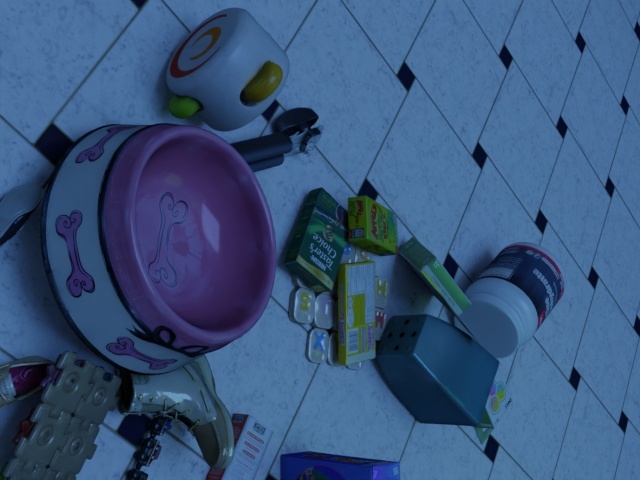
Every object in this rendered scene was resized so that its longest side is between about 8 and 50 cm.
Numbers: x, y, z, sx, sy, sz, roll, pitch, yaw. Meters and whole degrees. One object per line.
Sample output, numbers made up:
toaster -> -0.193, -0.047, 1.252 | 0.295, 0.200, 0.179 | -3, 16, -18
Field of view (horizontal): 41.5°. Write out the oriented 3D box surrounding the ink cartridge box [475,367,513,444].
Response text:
ink cartridge box -> 0.407, 0.386, 2.058 | 0.109, 0.062, 0.209 | -41, 114, -42

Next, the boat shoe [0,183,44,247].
boat shoe -> -0.453, -0.034, 1.241 | 0.046, 0.038, 0.125 | 25, 52, 5

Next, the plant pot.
plant pot -> 0.240, 0.269, 1.833 | 0.234, 0.166, 0.165 | 45, 55, -29

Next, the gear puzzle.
gear puzzle -> -0.409, 0.329, 1.219 | 0.338, 0.044, 0.175 | -67, 155, -16

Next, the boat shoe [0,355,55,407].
boat shoe -> -0.450, 0.204, 1.197 | 0.170, 0.059, 0.062 | -23, 101, -46

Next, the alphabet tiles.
alphabet tiles -> 0.046, 0.122, 1.750 | 0.284, 0.021, 0.277 | 18, 72, -43

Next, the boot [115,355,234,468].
boot -> -0.237, 0.274, 1.356 | 0.165, 0.077, 0.213 | 6, 49, -44

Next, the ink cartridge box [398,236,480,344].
ink cartridge box -> 0.275, 0.106, 1.851 | 0.056, 0.235, 0.171 | -41, 121, -1

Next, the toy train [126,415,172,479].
toy train -> -0.278, 0.344, 1.380 | 0.036, 0.027, 0.158 | 42, 57, -37

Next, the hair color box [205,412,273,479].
hair color box -> -0.145, 0.388, 1.501 | 0.072, 0.043, 0.141 | 44, 57, -33

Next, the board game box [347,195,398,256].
board game box -> 0.112, -0.028, 1.776 | 0.181, 0.043, 0.092 | 24, 63, -63

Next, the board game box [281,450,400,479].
board game box -> 0.034, 0.570, 1.526 | 0.078, 0.233, 0.346 | 7, 81, -45

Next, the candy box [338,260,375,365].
candy box -> 0.075, 0.147, 1.729 | 0.105, 0.027, 0.205 | -4, 94, -53

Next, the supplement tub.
supplement tub -> 0.463, 0.142, 2.055 | 0.272, 0.191, 0.191 | -40, 113, -41

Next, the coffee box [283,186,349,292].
coffee box -> 0.000, 0.000, 1.678 | 0.113, 0.040, 0.184 | 43, 51, -32

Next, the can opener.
can opener -> -0.098, -0.183, 1.618 | 0.093, 0.074, 0.280 | 48, 42, 14

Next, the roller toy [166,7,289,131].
roller toy -> -0.155, -0.293, 1.468 | 0.146, 0.209, 0.191 | 42, 37, -35

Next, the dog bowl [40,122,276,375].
dog bowl -> -0.225, 0.000, 1.320 | 0.408, 0.150, 0.407 | 24, 60, -51
